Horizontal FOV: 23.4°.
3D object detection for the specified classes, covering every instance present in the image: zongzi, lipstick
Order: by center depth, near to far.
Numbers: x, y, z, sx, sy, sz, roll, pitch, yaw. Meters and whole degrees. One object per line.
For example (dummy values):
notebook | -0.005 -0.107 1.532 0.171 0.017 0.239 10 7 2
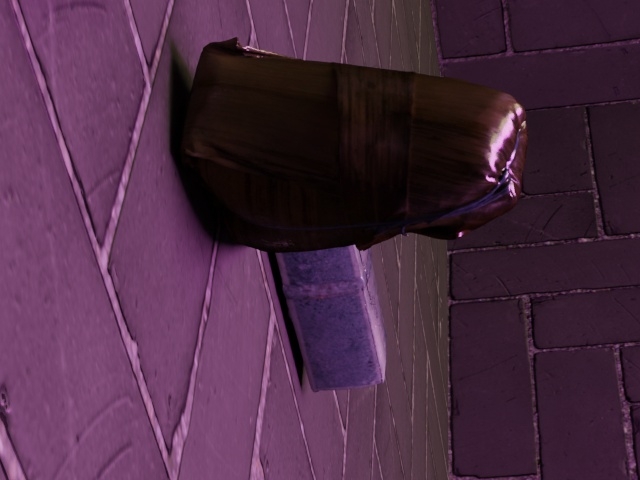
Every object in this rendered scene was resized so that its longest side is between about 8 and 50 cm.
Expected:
zongzi | 0.031 -0.030 1.047 0.242 0.221 0.112 72 30 -62
lipstick | 0.000 0.000 1.278 0.076 0.077 0.290 -85 166 -48
